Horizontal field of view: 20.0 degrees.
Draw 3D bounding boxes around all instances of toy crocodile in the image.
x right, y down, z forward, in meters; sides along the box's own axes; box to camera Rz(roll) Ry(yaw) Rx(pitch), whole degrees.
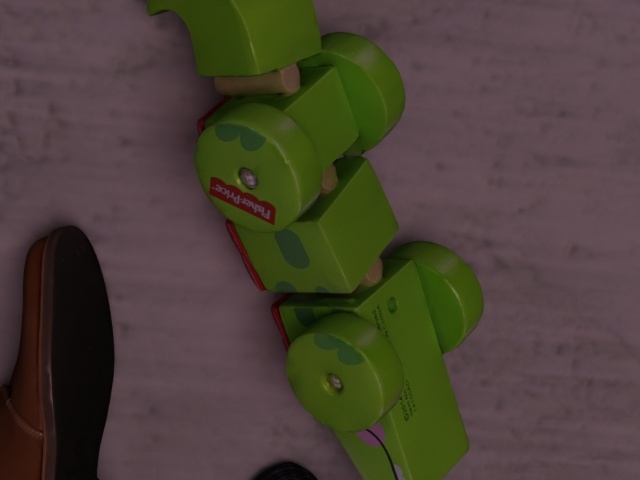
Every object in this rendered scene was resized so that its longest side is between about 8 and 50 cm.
[{"bbox_3d":[0.000,0.000,0.995,0.115,0.105,0.340,-45,122,-42],"label":"toy crocodile"}]

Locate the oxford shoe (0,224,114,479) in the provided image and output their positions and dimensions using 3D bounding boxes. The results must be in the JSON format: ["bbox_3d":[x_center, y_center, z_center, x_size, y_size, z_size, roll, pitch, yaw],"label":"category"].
[{"bbox_3d":[-0.157,0.097,0.985,0.076,0.076,0.212,4,91,22],"label":"oxford shoe"}]

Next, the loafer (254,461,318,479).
[{"bbox_3d":[0.012,0.211,1.064,0.062,0.061,0.170,-36,111,-8],"label":"loafer"}]
